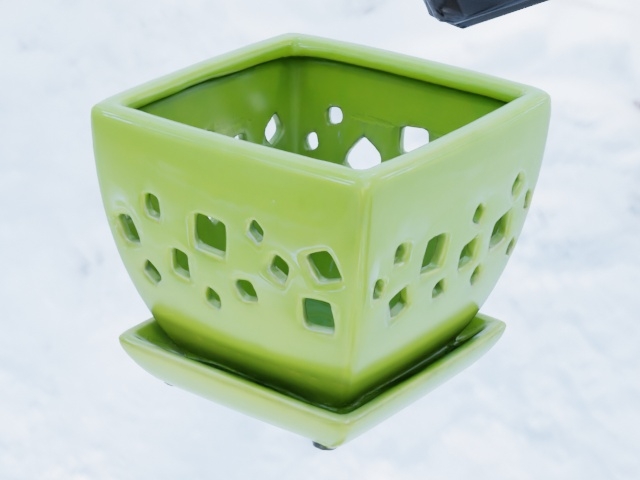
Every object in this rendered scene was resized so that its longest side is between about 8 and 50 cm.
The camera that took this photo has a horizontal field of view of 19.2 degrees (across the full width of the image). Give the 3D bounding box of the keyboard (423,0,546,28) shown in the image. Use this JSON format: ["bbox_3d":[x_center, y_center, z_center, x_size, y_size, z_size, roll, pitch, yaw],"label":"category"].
[{"bbox_3d":[0.102,-0.129,0.505,0.192,0.100,0.038,-17,38,16],"label":"keyboard"}]

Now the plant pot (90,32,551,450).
[{"bbox_3d":[0.000,0.000,1.259,0.227,0.207,0.228,18,27,32],"label":"plant pot"}]
